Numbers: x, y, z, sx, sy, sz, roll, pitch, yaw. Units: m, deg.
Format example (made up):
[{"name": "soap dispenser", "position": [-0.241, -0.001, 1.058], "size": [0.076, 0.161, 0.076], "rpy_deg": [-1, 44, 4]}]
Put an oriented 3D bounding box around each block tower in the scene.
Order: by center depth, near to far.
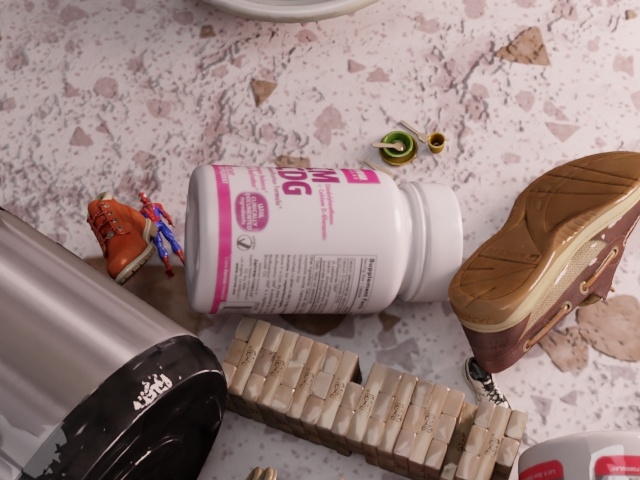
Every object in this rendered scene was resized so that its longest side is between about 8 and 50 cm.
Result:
[{"name": "block tower", "position": [0.045, 0.181, 1.186], "size": [0.336, 0.097, 0.091], "rpy_deg": [17, 67, 13]}]

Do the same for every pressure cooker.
[{"name": "pressure cooker", "position": [-0.347, 0.152, 1.074], "size": [0.420, 0.375, 0.370], "rpy_deg": [31, 71, 15]}]

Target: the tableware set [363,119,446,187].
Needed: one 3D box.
[{"name": "tableware set", "position": [0.094, -0.077, 1.340], "size": [0.104, 0.024, 0.154], "rpy_deg": [36, 72, 18]}]

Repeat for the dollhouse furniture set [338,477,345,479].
[{"name": "dollhouse furniture set", "position": [0.033, 0.364, 1.013], "size": [0.262, 0.135, 0.259], "rpy_deg": [44, 37, 20]}]

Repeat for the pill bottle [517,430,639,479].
[{"name": "pill bottle", "position": [0.282, 0.353, 1.041], "size": [0.176, 0.176, 0.318], "rpy_deg": [-1, 65, 4]}]

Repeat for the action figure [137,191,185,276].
[{"name": "action figure", "position": [-0.193, -0.013, 1.332], "size": [0.038, 0.030, 0.115], "rpy_deg": [-29, 64, -5]}]

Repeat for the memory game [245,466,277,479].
[{"name": "memory game", "position": [-0.095, 0.306, 1.099], "size": [0.012, 0.186, 0.186], "rpy_deg": [33, 69, -12]}]

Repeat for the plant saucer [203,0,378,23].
[{"name": "plant saucer", "position": [-0.028, -0.434, 1.474], "size": [0.401, 0.100, 0.400], "rpy_deg": [-1, 65, 3]}]

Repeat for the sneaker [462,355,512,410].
[{"name": "sneaker", "position": [0.182, 0.164, 1.214], "size": [0.032, 0.037, 0.083], "rpy_deg": [-31, 68, -12]}]

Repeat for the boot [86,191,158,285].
[{"name": "boot", "position": [-0.229, -0.004, 1.230], "size": [0.059, 0.158, 0.084], "rpy_deg": [-43, 110, 8]}]

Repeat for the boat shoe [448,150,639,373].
[{"name": "boat shoe", "position": [0.271, 0.020, 1.239], "size": [0.123, 0.123, 0.342], "rpy_deg": [11, 42, 41]}]

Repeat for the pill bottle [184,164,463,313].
[{"name": "pill bottle", "position": [0.000, 0.000, 1.211], "size": [0.283, 0.160, 0.160], "rpy_deg": [1, 64, -14]}]
